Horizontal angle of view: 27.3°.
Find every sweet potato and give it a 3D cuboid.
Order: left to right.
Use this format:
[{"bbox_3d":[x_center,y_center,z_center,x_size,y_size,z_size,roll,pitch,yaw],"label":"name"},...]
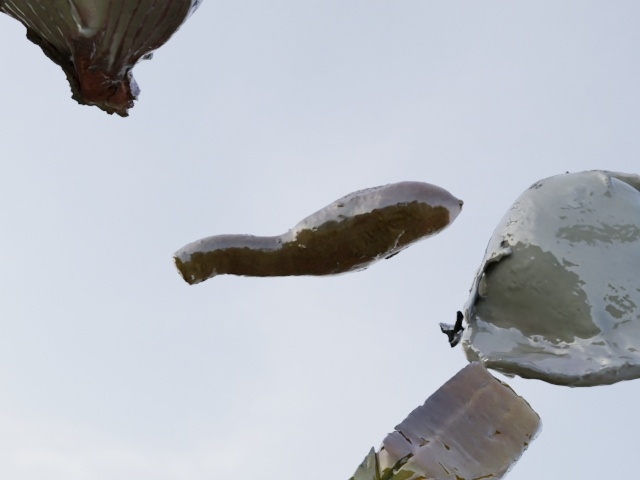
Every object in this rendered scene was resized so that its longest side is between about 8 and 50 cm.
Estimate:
[{"bbox_3d":[0.000,0.000,1.720,0.385,0.109,0.109,-15,-35,-3],"label":"sweet potato"}]

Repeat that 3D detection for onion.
[{"bbox_3d":[-0.202,-0.271,1.150,0.267,0.159,0.349,13,-29,5],"label":"onion"}]

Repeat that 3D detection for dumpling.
[{"bbox_3d":[0.238,0.047,1.147,0.204,0.293,0.163,34,-41,11],"label":"dumpling"}]

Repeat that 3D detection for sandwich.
[{"bbox_3d":[0.038,0.174,0.762,0.065,0.214,0.186,39,-65,13],"label":"sandwich"}]
